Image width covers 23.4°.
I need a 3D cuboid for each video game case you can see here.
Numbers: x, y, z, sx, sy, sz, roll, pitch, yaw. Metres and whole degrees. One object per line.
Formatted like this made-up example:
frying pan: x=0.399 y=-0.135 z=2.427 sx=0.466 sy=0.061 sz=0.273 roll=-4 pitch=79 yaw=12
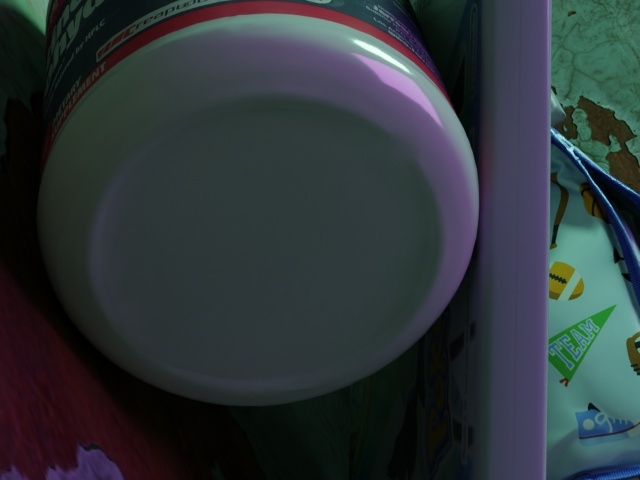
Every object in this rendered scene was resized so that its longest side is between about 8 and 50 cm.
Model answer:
video game case: x=0.060 y=0.010 z=0.826 sx=0.300 sy=0.036 sz=0.329 roll=163 pitch=-72 yaw=-80

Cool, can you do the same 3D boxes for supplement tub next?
supplement tub: x=-0.039 y=-0.069 z=0.753 sx=0.191 sy=0.191 sz=0.272 roll=57 pitch=11 yaw=-33

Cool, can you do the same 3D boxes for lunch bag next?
lunch bag: x=0.243 y=0.092 z=1.536 sx=0.328 sy=0.239 sz=0.385 roll=59 pitch=15 yaw=-65

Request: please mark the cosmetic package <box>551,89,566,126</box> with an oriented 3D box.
cosmetic package: x=0.128 y=-0.132 z=1.649 sx=0.127 sy=0.238 sz=0.107 roll=65 pitch=10 yaw=10
